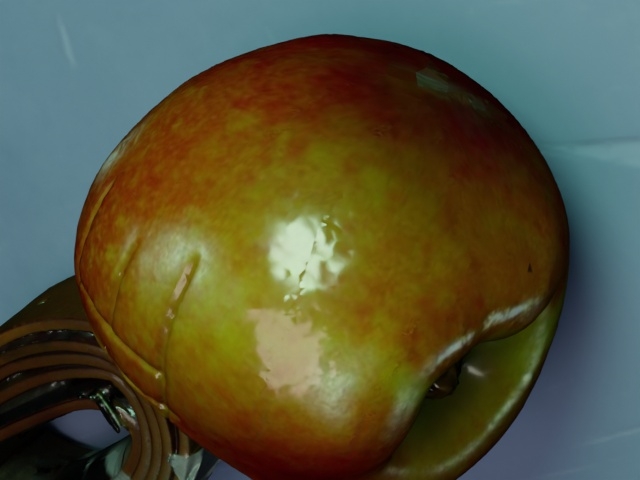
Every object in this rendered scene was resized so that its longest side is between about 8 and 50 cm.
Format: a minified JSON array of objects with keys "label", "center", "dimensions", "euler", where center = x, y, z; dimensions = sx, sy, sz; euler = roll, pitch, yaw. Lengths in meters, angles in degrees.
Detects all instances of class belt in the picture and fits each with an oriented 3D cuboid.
[{"label":"belt","center":[-0.168,0.128,1.096],"dimensions":[0.261,0.105,0.184],"euler":[-24,101,36]}]

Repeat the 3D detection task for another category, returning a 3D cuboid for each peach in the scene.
[{"label":"peach","center":[0.000,0.000,0.865],"dimensions":[0.275,0.249,0.245],"euler":[36,93,28]}]
